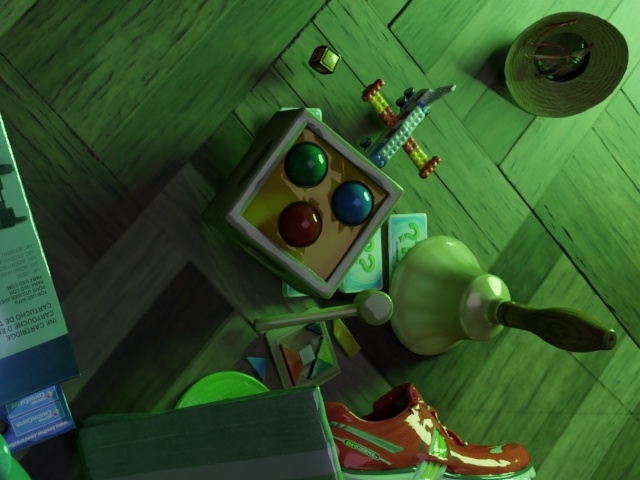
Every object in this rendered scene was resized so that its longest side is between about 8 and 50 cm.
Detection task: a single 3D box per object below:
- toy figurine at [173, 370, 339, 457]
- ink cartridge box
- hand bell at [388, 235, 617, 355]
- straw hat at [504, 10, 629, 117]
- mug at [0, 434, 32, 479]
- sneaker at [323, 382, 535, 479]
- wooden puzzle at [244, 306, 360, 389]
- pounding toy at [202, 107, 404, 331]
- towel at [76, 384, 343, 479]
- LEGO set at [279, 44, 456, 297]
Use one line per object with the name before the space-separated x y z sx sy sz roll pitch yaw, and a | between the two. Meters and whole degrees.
toy figurine | -0.054 0.205 1.284 0.130 0.159 0.173 30 73 -29
ink cartridge box | -0.315 0.044 1.180 0.186 0.065 0.311 -20 101 -32
hand bell | 0.187 0.074 1.389 0.126 0.242 0.126 -7 102 -35
straw hat | 0.259 -0.208 1.564 0.144 0.144 0.061 24 33 -30
mug | -0.281 0.214 1.149 0.157 0.097 0.129 -51 144 4
sneaker | 0.104 0.200 1.426 0.279 0.107 0.118 7 75 -35
wooden puzzle | -0.015 0.109 1.401 0.116 0.014 0.078 -35 106 -29
pounding toy | -0.001 0.011 1.344 0.206 0.094 0.181 38 79 -17
towel | -0.070 0.294 1.240 0.038 0.248 0.324 -30 107 -64
LEGO set | 0.046 -0.069 1.423 0.182 0.060 0.244 -2 92 -34
